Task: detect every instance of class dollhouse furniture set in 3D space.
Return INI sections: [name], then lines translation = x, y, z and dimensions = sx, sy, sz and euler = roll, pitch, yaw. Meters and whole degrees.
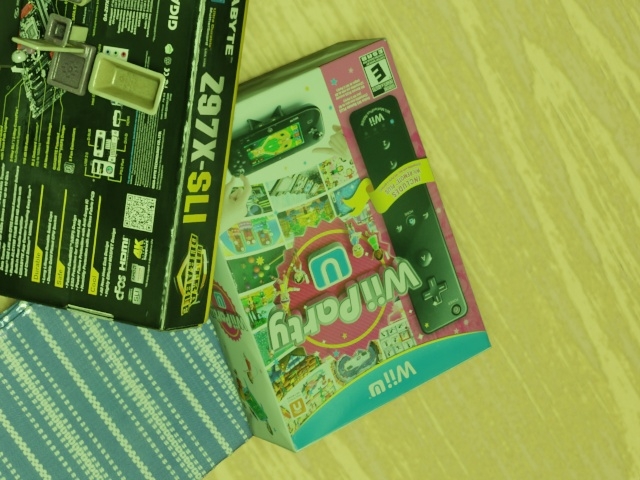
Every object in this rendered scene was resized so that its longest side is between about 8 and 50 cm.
[dollhouse furniture set]
translation = -0.174, -0.147, 1.351
dimensions = 0.114, 0.081, 0.091
euler = 21, 102, 23

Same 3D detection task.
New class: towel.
[towel]
translation = -0.183, 0.129, 1.579
dimensions = 0.336, 0.040, 0.243
euler = -39, 110, -15

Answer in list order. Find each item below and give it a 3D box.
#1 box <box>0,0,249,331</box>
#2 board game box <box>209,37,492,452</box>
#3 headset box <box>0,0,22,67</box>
[box]
translation = -0.198, -0.105, 1.453
dimensions = 0.079, 0.257, 0.322
euler = -5, 104, -62
[board game box]
translation = 0.000, 0.000, 1.577
dimensions = 0.224, 0.097, 0.303
euler = -26, 106, -24
[headset box]
translation = -0.349, -0.255, 1.373
dimensions = 0.293, 0.110, 0.218
euler = 9, 97, 13
